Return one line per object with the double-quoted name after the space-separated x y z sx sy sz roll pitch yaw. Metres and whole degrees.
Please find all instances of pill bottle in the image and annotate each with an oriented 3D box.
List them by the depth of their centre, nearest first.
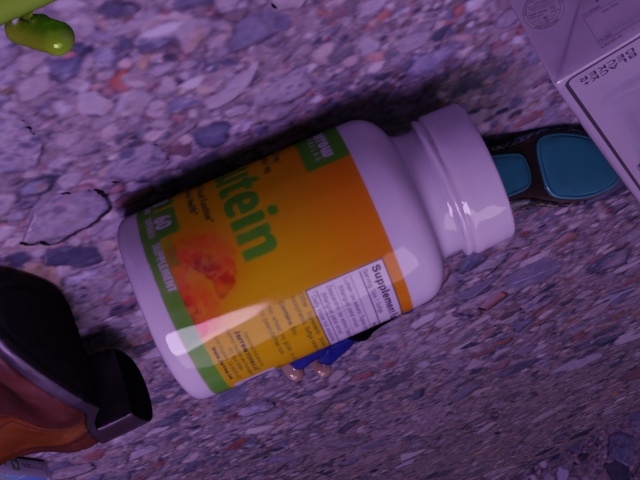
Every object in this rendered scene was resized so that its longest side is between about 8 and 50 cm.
0.000 0.000 0.789 0.245 0.136 0.136 -24 157 -1 "pill bottle"

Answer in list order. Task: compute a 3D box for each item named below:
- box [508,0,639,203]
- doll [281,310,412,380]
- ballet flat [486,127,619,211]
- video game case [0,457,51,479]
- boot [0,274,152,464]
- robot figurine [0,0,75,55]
0.248 -0.134 0.797 0.169 0.087 0.290 -31 155 17 "box"
0.031 0.072 1.086 0.129 0.046 0.189 -2 149 -42 "doll"
0.159 -0.053 0.937 0.188 0.070 0.070 -5 151 -33 "ballet flat"
-0.399 0.259 1.113 0.212 0.023 0.193 -29 156 12 "video game case"
-0.300 0.135 0.882 0.280 0.096 0.264 -21 162 3 "boot"
-0.135 -0.126 0.481 0.115 0.067 0.101 -24 129 1 "robot figurine"
